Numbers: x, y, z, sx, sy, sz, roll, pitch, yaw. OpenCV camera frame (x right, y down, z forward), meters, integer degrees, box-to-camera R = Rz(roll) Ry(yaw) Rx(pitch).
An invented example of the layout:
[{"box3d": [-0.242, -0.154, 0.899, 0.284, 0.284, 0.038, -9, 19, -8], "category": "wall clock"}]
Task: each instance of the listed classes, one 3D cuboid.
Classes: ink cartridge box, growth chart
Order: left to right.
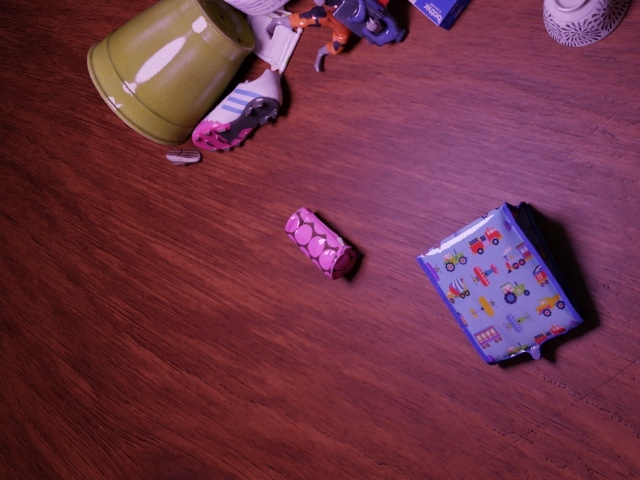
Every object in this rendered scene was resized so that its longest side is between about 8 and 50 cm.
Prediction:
[{"box3d": [-0.140, -0.574, 1.944, 0.237, 0.021, 0.172, 46, 115, 33], "category": "growth chart"}, {"box3d": [0.245, -0.577, 1.603, 0.097, 0.046, 0.207, -53, 57, 26], "category": "ink cartridge box"}]

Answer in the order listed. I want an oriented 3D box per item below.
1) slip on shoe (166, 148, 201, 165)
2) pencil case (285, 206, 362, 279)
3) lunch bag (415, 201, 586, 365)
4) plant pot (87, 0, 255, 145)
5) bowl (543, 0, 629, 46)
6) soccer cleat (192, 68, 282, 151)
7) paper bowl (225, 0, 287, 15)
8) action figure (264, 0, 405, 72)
[{"box3d": [-0.411, -0.247, 2.138, 0.135, 0.051, 0.041, 6, 131, 32], "category": "slip on shoe"}, {"box3d": [0.000, 0.000, 1.740, 0.209, 0.095, 0.098, 41, 143, 34], "category": "pencil case"}, {"box3d": [0.369, 0.102, 1.410, 0.221, 0.138, 0.293, -34, 75, 30], "category": "lunch bag"}, {"box3d": [-0.382, -0.513, 1.948, 0.353, 0.366, 0.366, -36, 65, 24], "category": "plant pot"}, {"box3d": [0.498, -0.468, 1.361, 0.170, 0.080, 0.170, -4, 84, 39], "category": "bowl"}, {"box3d": [-0.226, -0.358, 1.959, 0.331, 0.116, 0.143, -21, 54, 37], "category": "soccer cleat"}, {"box3d": [-0.144, -0.736, 1.865, 0.284, 0.148, 0.284, -8, 76, 35], "category": "paper bowl"}, {"box3d": [0.021, -0.572, 1.650, 0.330, 0.341, 0.178, -29, 42, 33], "category": "action figure"}]
